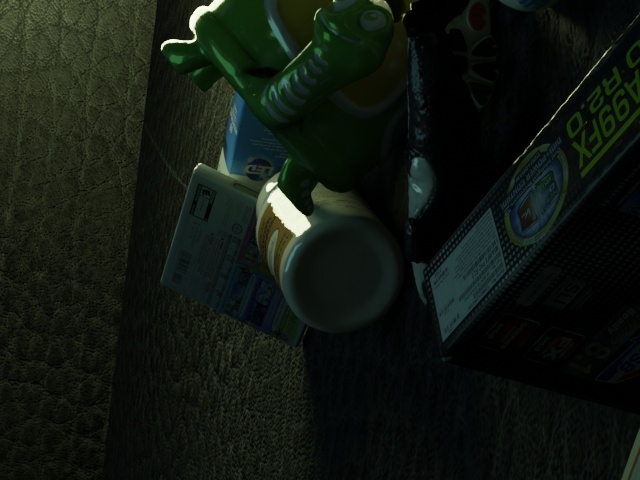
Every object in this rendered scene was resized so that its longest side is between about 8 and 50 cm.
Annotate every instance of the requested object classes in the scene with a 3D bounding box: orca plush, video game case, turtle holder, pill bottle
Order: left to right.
[{"bbox_3d":[-0.086,0.021,1.948,0.212,0.193,0.023,112,-175,-45],"label":"video game case"},{"bbox_3d":[-0.008,-0.187,1.560,0.243,0.227,0.320,51,-177,23],"label":"turtle holder"},{"bbox_3d":[0.000,0.000,1.737,0.229,0.131,0.131,-124,42,-66],"label":"pill bottle"},{"bbox_3d":[0.133,-0.071,1.383,0.151,0.102,0.287,-45,-44,-71],"label":"orca plush"}]

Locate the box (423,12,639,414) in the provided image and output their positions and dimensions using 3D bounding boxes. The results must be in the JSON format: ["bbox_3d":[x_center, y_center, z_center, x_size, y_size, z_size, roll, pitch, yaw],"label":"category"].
[{"bbox_3d":[0.209,-0.020,0.742,0.270,0.216,0.060,-52,32,37],"label":"box"}]

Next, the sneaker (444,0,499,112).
[{"bbox_3d":[0.132,-0.180,1.489,0.071,0.068,0.170,94,-176,-69],"label":"sneaker"}]

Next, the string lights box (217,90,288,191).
[{"bbox_3d":[-0.033,-0.164,1.900,0.077,0.133,0.260,-107,27,-55],"label":"string lights box"}]

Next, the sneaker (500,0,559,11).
[{"bbox_3d":[0.162,-0.241,1.348,0.229,0.087,0.092,-96,11,-56],"label":"sneaker"}]

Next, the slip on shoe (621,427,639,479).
[{"bbox_3d":[0.217,0.226,0.939,0.101,0.123,0.331,44,127,55],"label":"slip on shoe"}]
